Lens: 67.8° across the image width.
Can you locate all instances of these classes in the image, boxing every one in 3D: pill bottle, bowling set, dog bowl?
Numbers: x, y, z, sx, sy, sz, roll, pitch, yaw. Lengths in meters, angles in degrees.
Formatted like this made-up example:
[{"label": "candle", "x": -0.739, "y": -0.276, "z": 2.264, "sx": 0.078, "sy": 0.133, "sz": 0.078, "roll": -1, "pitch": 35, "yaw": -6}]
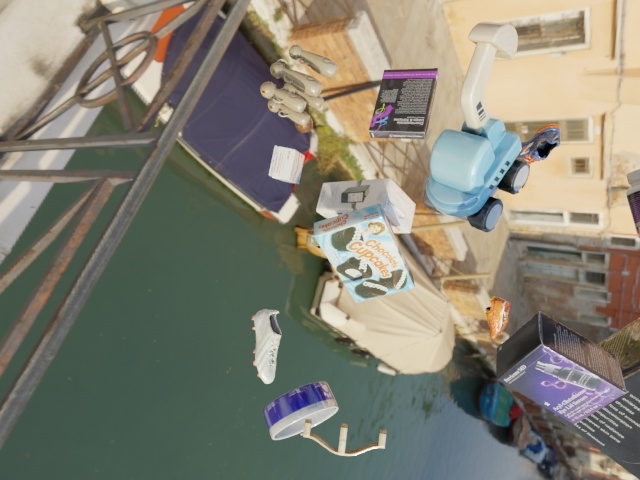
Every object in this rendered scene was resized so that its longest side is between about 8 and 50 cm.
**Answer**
[{"label": "pill bottle", "x": 0.951, "y": -0.109, "z": 1.370, "sx": 0.108, "sy": 0.108, "sz": 0.193, "roll": 13, "pitch": 66, "yaw": -58}, {"label": "bowling set", "x": -0.084, "y": -0.403, "z": 1.353, "sx": 0.287, "sy": 0.154, "sz": 0.199, "roll": -57, "pitch": 173, "yaw": -43}, {"label": "dog bowl", "x": -0.073, "y": 0.626, "z": 1.753, "sx": 0.265, "sy": 0.265, "sz": 0.104, "roll": 26, "pitch": 32, "yaw": -56}]

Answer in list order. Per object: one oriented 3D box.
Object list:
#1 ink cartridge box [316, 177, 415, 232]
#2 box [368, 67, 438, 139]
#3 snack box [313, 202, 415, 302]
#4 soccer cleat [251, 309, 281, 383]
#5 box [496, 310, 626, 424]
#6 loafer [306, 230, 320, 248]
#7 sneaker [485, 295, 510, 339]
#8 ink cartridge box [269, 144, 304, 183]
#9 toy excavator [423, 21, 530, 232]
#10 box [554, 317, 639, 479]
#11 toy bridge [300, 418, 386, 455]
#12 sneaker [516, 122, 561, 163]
[{"label": "ink cartridge box", "x": 0.157, "y": -0.112, "z": 1.623, "sx": 0.198, "sy": 0.273, "sz": 0.114, "roll": 34, "pitch": 65, "yaw": -47}, {"label": "box", "x": 0.172, "y": -0.282, "z": 0.980, "sx": 0.029, "sy": 0.116, "sz": 0.162, "roll": 54, "pitch": 47, "yaw": -59}, {"label": "snack box", "x": 0.129, "y": 0.045, "z": 1.321, "sx": 0.060, "sy": 0.187, "sz": 0.322, "roll": -91, "pitch": 157, "yaw": -43}, {"label": "soccer cleat", "x": -0.138, "y": 0.281, "z": 1.275, "sx": 0.068, "sy": 0.076, "sz": 0.196, "roll": 26, "pitch": 54, "yaw": -65}, {"label": "box", "x": 0.519, "y": 0.280, "z": 1.047, "sx": 0.153, "sy": 0.207, "sz": 0.108, "roll": -61, "pitch": 179, "yaw": 38}, {"label": "loafer", "x": 0.000, "y": 0.000, "z": 1.600, "sx": 0.148, "sy": 0.056, "sz": 0.050, "roll": 12, "pitch": 107, "yaw": -47}, {"label": "sneaker", "x": 0.562, "y": 0.245, "z": 1.527, "sx": 0.064, "sy": 0.067, "sz": 0.175, "roll": -31, "pitch": 133, "yaw": -33}, {"label": "ink cartridge box", "x": -0.109, "y": -0.248, "z": 1.574, "sx": 0.180, "sy": 0.060, "sz": 0.104, "roll": -12, "pitch": 114, "yaw": -79}, {"label": "toy excavator", "x": 0.435, "y": -0.299, "z": 1.329, "sx": 0.432, "sy": 0.222, "sz": 0.445, "roll": -55, "pitch": 141, "yaw": -5}, {"label": "box", "x": 1.094, "y": 0.509, "z": 1.452, "sx": 0.297, "sy": 0.480, "sz": 0.471, "roll": -44, "pitch": 164, "yaw": -35}, {"label": "toy bridge", "x": 0.049, "y": 0.439, "z": 1.051, "sx": 0.026, "sy": 0.188, "sz": 0.063, "roll": 2, "pitch": 94, "yaw": -86}, {"label": "sneaker", "x": 0.727, "y": -0.302, "z": 1.631, "sx": 0.083, "sy": 0.221, "sz": 0.087, "roll": 19, "pitch": 50, "yaw": -16}]
